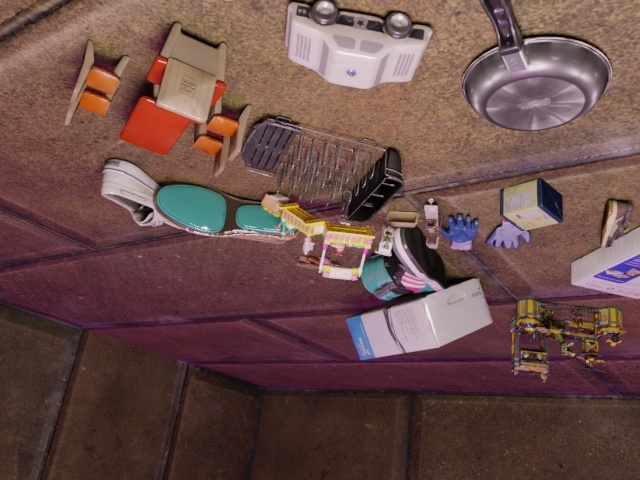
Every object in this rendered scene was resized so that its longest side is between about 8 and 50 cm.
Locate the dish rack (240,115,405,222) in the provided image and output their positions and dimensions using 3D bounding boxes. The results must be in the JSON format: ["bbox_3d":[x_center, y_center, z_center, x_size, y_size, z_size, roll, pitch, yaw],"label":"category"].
[{"bbox_3d":[-0.006,-0.125,1.112,0.272,0.074,0.208,14,156,-13],"label":"dish rack"}]

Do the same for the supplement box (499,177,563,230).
[{"bbox_3d":[0.388,-0.064,1.146,0.083,0.056,0.083,27,151,-38],"label":"supplement box"}]

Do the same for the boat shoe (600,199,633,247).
[{"bbox_3d":[0.562,-0.026,1.182,0.049,0.056,0.152,5,158,21],"label":"boat shoe"}]

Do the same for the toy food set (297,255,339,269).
[{"bbox_3d":[-0.006,0.057,1.626,0.122,0.019,0.078,10,159,15],"label":"toy food set"}]

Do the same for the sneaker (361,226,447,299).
[{"bbox_3d":[0.170,0.055,1.437,0.179,0.123,0.295,-13,152,22],"label":"sneaker"}]

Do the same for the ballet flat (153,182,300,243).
[{"bbox_3d":[-0.201,-0.044,1.340,0.316,0.107,0.106,13,164,-9],"label":"ballet flat"}]

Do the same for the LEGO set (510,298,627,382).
[{"bbox_3d":[0.676,0.297,1.741,0.332,0.191,0.255,8,158,-1],"label":"LEGO set"}]

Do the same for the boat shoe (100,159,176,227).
[{"bbox_3d":[-0.367,-0.073,1.334,0.096,0.088,0.267,1,157,22],"label":"boat shoe"}]

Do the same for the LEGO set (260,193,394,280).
[{"bbox_3d":[0.000,0.000,1.246,0.287,0.132,0.107,15,115,9],"label":"LEGO set"}]

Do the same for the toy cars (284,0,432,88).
[{"bbox_3d":[-0.028,-0.275,0.737,0.177,0.087,0.394,-13,150,42],"label":"toy cars"}]

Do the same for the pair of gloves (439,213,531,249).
[{"bbox_3d":[0.347,-0.017,1.321,0.199,0.023,0.159,2,155,12],"label":"pair of gloves"}]

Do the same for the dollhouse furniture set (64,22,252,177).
[{"bbox_3d":[-0.236,-0.194,0.939,0.262,0.135,0.259,18,156,-24],"label":"dollhouse furniture set"}]

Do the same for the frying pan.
[{"bbox_3d":[0.284,-0.230,0.802,0.198,0.053,0.326,2,160,12],"label":"frying pan"}]

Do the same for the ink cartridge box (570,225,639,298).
[{"bbox_3d":[0.694,0.032,1.266,0.176,0.069,0.371,12,160,-9],"label":"ink cartridge box"}]

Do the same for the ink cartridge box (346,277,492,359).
[{"bbox_3d":[0.257,0.210,1.645,0.223,0.128,0.308,-14,174,-37],"label":"ink cartridge box"}]

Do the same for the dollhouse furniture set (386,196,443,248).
[{"bbox_3d":[0.184,-0.044,1.252,0.115,0.090,0.081,4,142,18],"label":"dollhouse furniture set"}]
